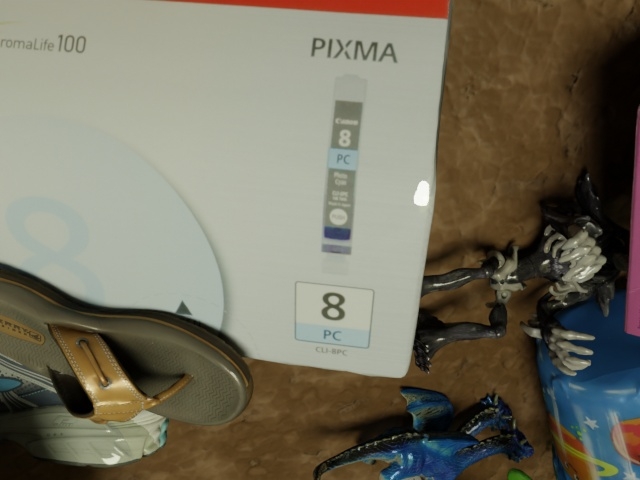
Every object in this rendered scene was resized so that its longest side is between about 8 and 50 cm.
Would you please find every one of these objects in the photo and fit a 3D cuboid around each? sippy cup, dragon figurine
[{"bbox_3d":[0.349,0.180,0.666,0.240,0.305,0.224,-9,121,36],"label":"sippy cup"},{"bbox_3d":[0.121,0.227,0.695,0.289,0.085,0.144,22,111,-32],"label":"dragon figurine"}]

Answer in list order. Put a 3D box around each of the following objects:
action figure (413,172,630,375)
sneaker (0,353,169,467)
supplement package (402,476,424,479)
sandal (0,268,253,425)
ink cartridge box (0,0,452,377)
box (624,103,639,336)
[{"bbox_3d":[0.213,0.044,0.577,0.276,0.141,0.164,-19,116,-2],"label":"action figure"},{"bbox_3d":[-0.267,0.109,0.512,0.283,0.110,0.122,4,86,-4],"label":"sneaker"},{"bbox_3d":[0.098,0.460,0.770,0.263,0.198,0.199,-26,125,0],"label":"supplement package"},{"bbox_3d":[-0.155,0.081,0.401,0.219,0.060,0.090,22,126,-4],"label":"sandal"},{"bbox_3d":[-0.081,-0.098,0.358,0.308,0.091,0.384,7,124,8],"label":"ink cartridge box"},{"bbox_3d":[0.342,-0.064,0.485,0.243,0.117,0.213,-45,134,-33],"label":"box"}]
